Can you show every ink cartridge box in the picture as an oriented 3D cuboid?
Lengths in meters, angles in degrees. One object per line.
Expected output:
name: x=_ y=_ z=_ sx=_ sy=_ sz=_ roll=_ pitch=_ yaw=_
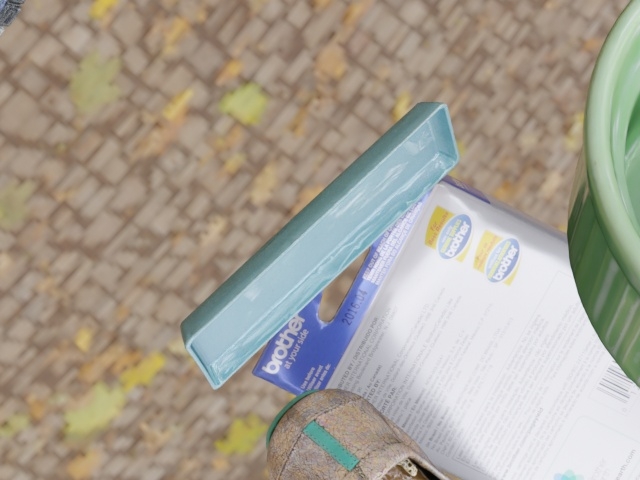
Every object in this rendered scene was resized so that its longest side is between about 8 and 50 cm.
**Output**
ink cartridge box: x=0.129 y=0.077 z=1.236 sx=0.185 sy=0.311 sz=0.065 roll=-62 pitch=-170 yaw=11

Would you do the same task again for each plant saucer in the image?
plant saucer: x=0.000 y=0.000 z=0.959 sx=0.192 sy=0.018 sz=0.067 roll=-42 pitch=154 yaw=-10

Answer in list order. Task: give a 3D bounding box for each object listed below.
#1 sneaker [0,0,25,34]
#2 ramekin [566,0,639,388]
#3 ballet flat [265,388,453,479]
sneaker: x=-0.339 y=-0.189 z=1.485 sx=0.111 sy=0.129 sz=0.297 roll=13 pitch=124 yaw=-38
ramekin: x=0.289 y=-0.020 z=1.027 sx=0.303 sy=0.303 sz=0.148 roll=-38 pitch=163 yaw=-20
ballet flat: x=0.076 y=0.207 z=1.140 sx=0.107 sy=0.106 sz=0.316 roll=-53 pitch=133 yaw=-6
